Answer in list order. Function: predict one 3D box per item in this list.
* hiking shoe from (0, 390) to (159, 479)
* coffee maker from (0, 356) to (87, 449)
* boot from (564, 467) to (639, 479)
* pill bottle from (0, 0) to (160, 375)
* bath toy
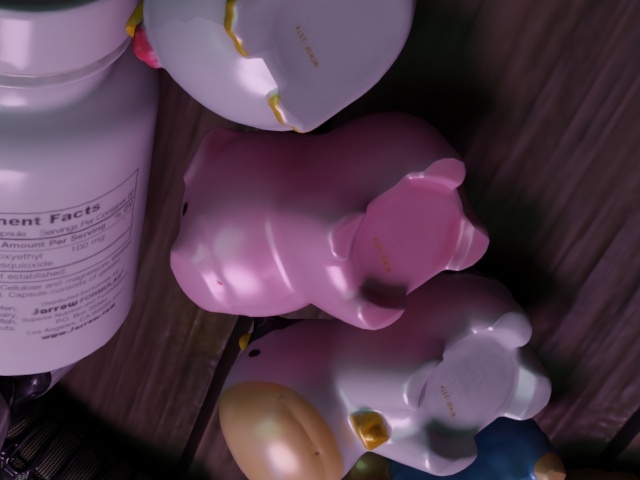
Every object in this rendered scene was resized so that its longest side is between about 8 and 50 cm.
[{"bbox_3d":[-0.176,0.146,0.988,0.227,0.086,0.114,13,138,24],"label":"hiking shoe"},{"bbox_3d":[-0.219,0.056,0.860,0.120,0.178,0.171,0,129,27],"label":"coffee maker"},{"bbox_3d":[0.164,0.260,0.730,0.236,0.269,0.089,31,137,4],"label":"boot"},{"bbox_3d":[-0.143,-0.052,0.744,0.131,0.131,0.229,26,138,11],"label":"pill bottle"},{"bbox_3d":[0.000,0.000,0.712,0.129,0.151,0.348,42,156,52],"label":"bath toy"}]
